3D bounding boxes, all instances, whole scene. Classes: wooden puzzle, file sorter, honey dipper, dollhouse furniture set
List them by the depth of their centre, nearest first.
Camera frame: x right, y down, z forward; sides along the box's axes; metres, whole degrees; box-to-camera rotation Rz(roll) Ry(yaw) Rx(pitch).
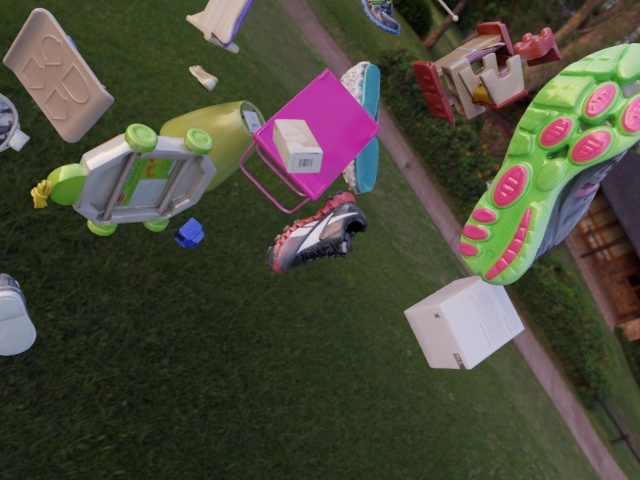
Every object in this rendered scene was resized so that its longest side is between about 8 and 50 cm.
[{"bbox_3d":[0.366,-0.345,1.028,0.152,0.201,0.374,60,2,-25],"label":"dollhouse furniture set"},{"bbox_3d":[-0.034,-0.240,1.225,0.202,0.182,0.291,46,61,-9],"label":"file sorter"},{"bbox_3d":[0.385,-0.764,1.545,0.160,0.030,0.031,38,37,-18],"label":"honey dipper"},{"bbox_3d":[-0.887,-0.554,1.660,0.348,0.322,0.080,54,37,-14],"label":"wooden puzzle"}]

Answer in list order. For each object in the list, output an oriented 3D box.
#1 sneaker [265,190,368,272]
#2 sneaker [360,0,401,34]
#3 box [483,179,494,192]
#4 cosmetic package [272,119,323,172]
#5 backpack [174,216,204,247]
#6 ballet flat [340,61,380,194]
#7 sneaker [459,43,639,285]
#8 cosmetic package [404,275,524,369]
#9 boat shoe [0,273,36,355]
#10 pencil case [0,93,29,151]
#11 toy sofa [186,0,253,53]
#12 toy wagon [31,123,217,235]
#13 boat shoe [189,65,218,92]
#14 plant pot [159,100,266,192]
[{"bbox_3d":[0.000,0.000,1.154,0.135,0.276,0.098,46,-15,29],"label":"sneaker"},{"bbox_3d":[0.147,-0.580,1.177,0.067,0.078,0.188,2,60,-51],"label":"sneaker"},{"bbox_3d":[0.501,-0.059,1.336,0.232,0.059,0.184,11,66,-69],"label":"box"},{"bbox_3d":[-0.041,-0.165,0.839,0.060,0.041,0.115,-5,42,-21],"label":"cosmetic package"},{"bbox_3d":[-0.547,-0.018,2.003,0.101,0.120,0.098,49,53,-6],"label":"backpack"},{"bbox_3d":[0.107,-0.333,1.469,0.146,0.146,0.410,14,80,-51],"label":"ballet flat"},{"bbox_3d":[0.437,-0.133,0.896,0.185,0.483,0.202,45,29,24],"label":"sneaker"},{"bbox_3d":[0.326,0.184,1.110,0.183,0.151,0.152,-24,87,-25],"label":"cosmetic package"},{"bbox_3d":[-0.903,0.221,1.404,0.116,0.320,0.099,-9,52,-32],"label":"boat shoe"},{"bbox_3d":[-0.823,-0.313,1.116,0.410,0.160,0.184,32,-14,42],"label":"pencil case"},{"bbox_3d":[-0.224,-0.752,1.450,0.177,0.363,0.150,40,19,16],"label":"toy sofa"},{"bbox_3d":[-0.370,-0.114,0.935,0.344,0.267,0.068,-7,59,-47],"label":"toy wagon"},{"bbox_3d":[-0.364,-0.512,1.507,0.153,0.048,0.056,49,-1,45],"label":"boat shoe"},{"bbox_3d":[-0.331,-0.339,1.616,0.274,0.293,0.275,39,41,-44],"label":"plant pot"}]
